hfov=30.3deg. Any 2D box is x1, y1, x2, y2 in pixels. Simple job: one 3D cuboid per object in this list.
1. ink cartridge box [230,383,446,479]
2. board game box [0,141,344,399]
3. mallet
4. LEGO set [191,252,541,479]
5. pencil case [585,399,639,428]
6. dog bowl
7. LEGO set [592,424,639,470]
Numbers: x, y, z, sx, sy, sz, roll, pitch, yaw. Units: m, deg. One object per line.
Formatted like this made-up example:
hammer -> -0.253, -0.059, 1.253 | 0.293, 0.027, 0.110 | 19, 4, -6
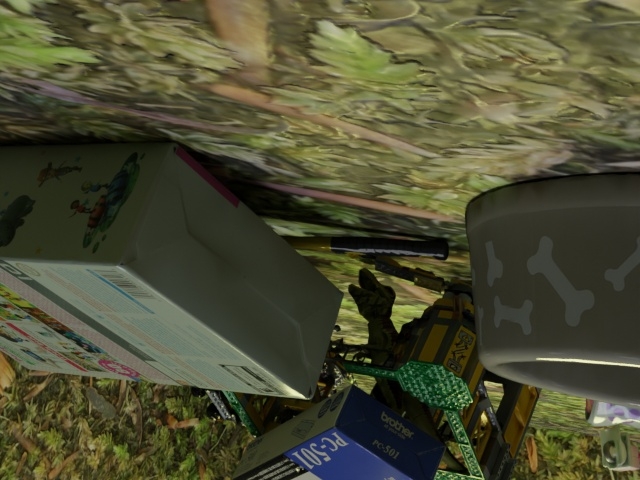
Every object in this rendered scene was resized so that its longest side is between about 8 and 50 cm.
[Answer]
ink cartridge box -> 0.009, 0.192, 1.015 | 0.097, 0.046, 0.207 | 35, 145, -12
board game box -> -0.171, 0.024, 0.871 | 0.303, 0.098, 0.224 | 1, 152, 35
mallet -> 0.000, 0.000, 0.898 | 0.189, 0.039, 0.062 | 1, 165, 19
LEGO set -> 0.056, 0.084, 1.056 | 0.331, 0.192, 0.255 | -2, 135, 37
pencil case -> 0.352, 0.115, 0.961 | 0.273, 0.114, 0.124 | 8, -171, 10
dog bowl -> 0.258, 0.054, 0.746 | 0.348, 0.102, 0.349 | 10, 169, 2
LEGO set -> 0.414, 0.162, 1.163 | 0.287, 0.132, 0.107 | -8, 169, 43
